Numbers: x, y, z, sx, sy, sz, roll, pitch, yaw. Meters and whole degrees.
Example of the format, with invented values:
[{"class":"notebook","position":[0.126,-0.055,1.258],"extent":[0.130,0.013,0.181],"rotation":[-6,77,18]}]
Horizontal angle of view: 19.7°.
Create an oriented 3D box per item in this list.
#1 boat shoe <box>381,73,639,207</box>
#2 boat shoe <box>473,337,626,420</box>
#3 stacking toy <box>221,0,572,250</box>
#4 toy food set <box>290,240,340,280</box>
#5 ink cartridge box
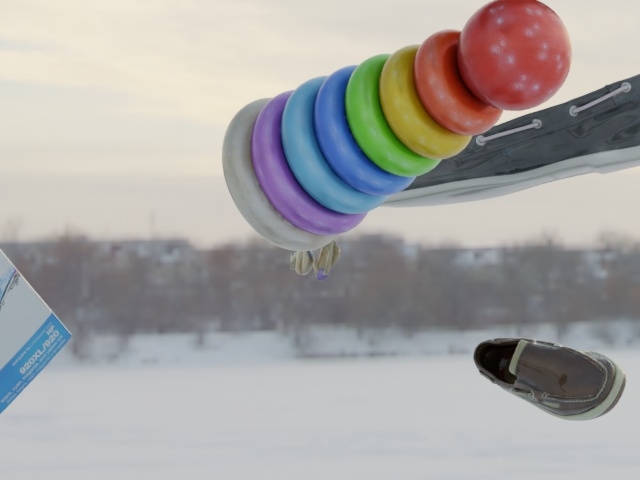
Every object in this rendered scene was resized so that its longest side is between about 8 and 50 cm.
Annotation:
[{"class":"boat shoe","position":[0.215,-0.105,2.000],"extent":[0.335,0.095,0.112],"rotation":[-11,-8,9]},{"class":"boat shoe","position":[0.286,0.173,2.394],"extent":[0.095,0.095,0.257],"rotation":[27,-13,-27]},{"class":"stacking toy","position":[0.073,-0.105,1.515],"extent":[0.141,0.141,0.330],"rotation":[2,-20,-46]},{"class":"toy food set","position":[0.000,0.000,1.845],"extent":[0.019,0.078,0.122],"rotation":[6,5,-19]},{"class":"ink cartridge box","position":[-0.443,0.072,2.142],"extent":[0.171,0.168,0.233],"rotation":[28,-21,43]}]
